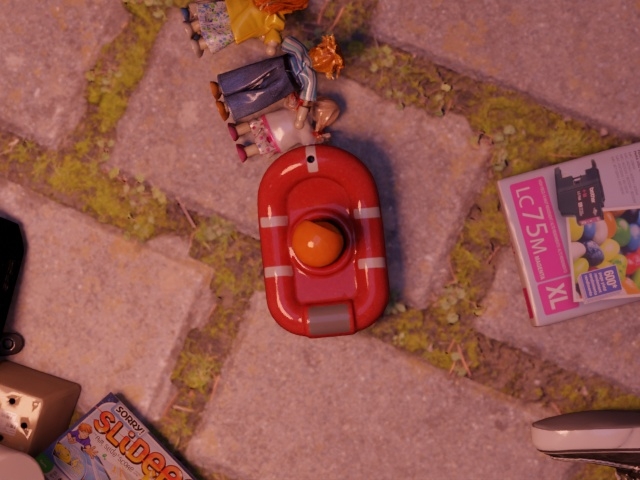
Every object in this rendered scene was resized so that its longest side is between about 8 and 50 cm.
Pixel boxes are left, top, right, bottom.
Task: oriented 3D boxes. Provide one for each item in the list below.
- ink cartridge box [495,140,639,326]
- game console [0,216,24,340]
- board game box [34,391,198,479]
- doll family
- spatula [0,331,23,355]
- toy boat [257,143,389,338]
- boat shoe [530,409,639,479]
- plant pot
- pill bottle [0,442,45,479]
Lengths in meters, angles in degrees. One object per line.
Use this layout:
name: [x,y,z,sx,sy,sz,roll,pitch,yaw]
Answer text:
ink cartridge box: [0.383,-0.024,1.643,0.311,0.065,0.186,-15,87,1]
game console: [-0.529,0.023,1.597,0.361,0.044,0.213,23,63,-29]
board game box: [-0.232,0.299,1.645,0.201,0.035,0.136,44,55,4]
doll family: [-0.061,-0.223,1.649,0.163,0.118,0.263,-22,86,2]
spatula: [-0.518,0.135,1.708,0.296,0.030,0.084,-2,88,3]
toy boat: [0.000,0.000,1.620,0.151,0.151,0.231,-6,87,3]
boat shoe: [0.397,0.257,1.606,0.306,0.113,0.105,1,94,-12]
plant pot: [-0.367,0.212,1.662,0.109,0.096,0.109,18,88,4]
pill bottle: [-0.507,0.274,1.561,0.363,0.210,0.210,13,88,25]
